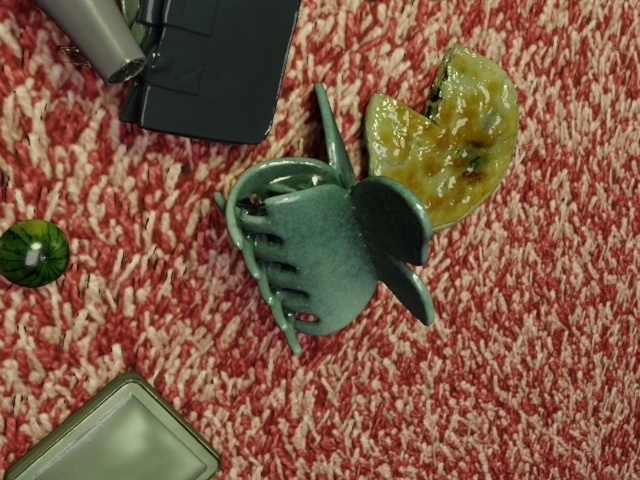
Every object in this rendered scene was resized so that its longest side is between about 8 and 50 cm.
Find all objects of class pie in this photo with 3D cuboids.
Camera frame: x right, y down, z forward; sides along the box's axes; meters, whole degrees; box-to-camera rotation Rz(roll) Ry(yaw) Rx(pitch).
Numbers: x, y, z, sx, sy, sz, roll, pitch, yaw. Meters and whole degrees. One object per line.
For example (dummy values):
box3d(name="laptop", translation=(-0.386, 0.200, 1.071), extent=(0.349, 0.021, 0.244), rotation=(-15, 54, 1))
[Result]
box3d(name="pie", translation=(0.218, -0.166, 1.307), extent=(0.337, 0.075, 0.337), rotation=(-8, 110, -24))

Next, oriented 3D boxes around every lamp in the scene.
box3d(name="lamp", translation=(-0.335, 0.385, 1.239), extent=(0.269, 0.047, 0.266), rotation=(-40, 119, -9))

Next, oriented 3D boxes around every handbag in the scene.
box3d(name="handbag", translation=(-0.163, -0.306, 1.036), extent=(0.269, 0.118, 0.325), rotation=(4, 104, -47))

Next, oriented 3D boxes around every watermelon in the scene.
box3d(name="watermelon", translation=(-0.410, 0.024, 1.076), extent=(0.105, 0.062, 0.105), rotation=(-13, 115, -31))

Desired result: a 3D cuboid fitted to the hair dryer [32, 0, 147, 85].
box3d(name="hair dryer", translation=(-0.425, -0.267, 0.936), extent=(0.361, 0.121, 0.301), rotation=(-33, 92, 6))

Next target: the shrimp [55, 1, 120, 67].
box3d(name="shrimp", translation=(-0.288, -0.287, 1.040), extent=(0.162, 0.045, 0.095), rotation=(-8, 109, -30))

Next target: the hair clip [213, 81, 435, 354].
box3d(name="hair clip", translation=(0.000, 0.000, 1.141), extent=(0.238, 0.392, 0.318), rotation=(-26, 133, -5))
